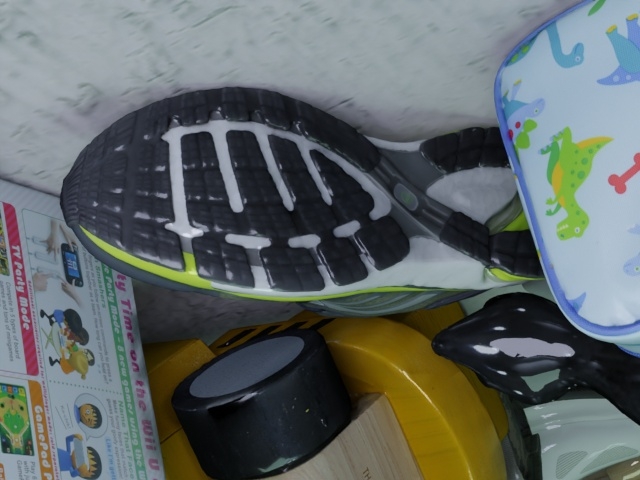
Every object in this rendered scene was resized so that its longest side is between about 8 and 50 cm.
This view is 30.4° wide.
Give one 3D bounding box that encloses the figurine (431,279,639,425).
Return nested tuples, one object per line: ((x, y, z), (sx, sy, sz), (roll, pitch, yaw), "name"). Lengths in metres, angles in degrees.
((0.200, 0.047, 0.682), (0.209, 0.092, 0.215), (7, -165, 30), "figurine")

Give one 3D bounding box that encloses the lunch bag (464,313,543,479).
((0.060, 0.189, 1.006), (0.235, 0.168, 0.287), (-22, 163, 10), "lunch bag")

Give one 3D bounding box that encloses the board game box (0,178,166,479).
((-0.206, 0.067, 0.518), (0.097, 0.224, 0.303), (-29, 152, 28), "board game box")

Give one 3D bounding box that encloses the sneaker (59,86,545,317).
((0.000, 0.000, 0.631), (0.300, 0.111, 0.121), (6, 153, -34), "sneaker")

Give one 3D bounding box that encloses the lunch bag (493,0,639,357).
((0.197, -0.049, 0.538), (0.219, 0.176, 0.090), (-28, 152, 28), "lunch bag")

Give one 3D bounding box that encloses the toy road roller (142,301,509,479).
((-0.023, 0.140, 0.792), (0.330, 0.202, 0.241), (-11, -163, 45), "toy road roller")

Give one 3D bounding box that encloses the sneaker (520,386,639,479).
((0.168, 0.327, 1.245), (0.448, 0.257, 0.169), (-19, 155, 11), "sneaker")

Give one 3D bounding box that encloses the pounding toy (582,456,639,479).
((0.341, 0.312, 1.431), (0.154, 0.154, 0.269), (-22, 155, 7), "pounding toy")
